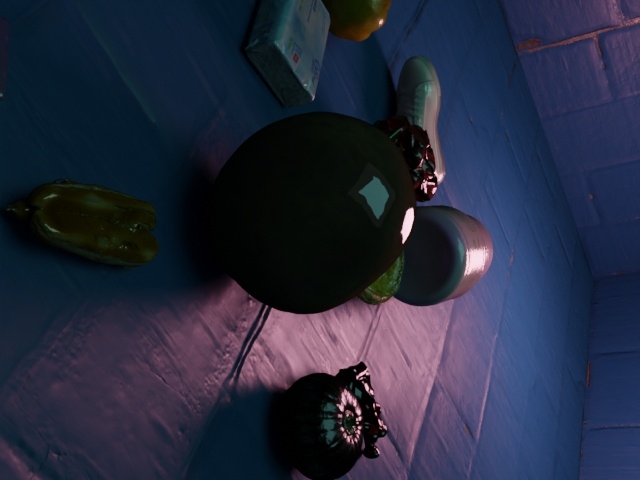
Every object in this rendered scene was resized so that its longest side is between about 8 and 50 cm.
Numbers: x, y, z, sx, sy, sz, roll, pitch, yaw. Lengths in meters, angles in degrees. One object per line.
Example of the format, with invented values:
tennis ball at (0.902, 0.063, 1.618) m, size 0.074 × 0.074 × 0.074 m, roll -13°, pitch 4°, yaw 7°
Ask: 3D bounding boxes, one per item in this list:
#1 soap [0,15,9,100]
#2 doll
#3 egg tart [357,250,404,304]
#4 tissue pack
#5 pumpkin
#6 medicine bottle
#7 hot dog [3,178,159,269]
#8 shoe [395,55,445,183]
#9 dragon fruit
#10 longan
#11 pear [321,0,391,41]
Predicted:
soap at (-0.467, -0.240, 0.922) m, size 0.203 × 0.065 × 0.122 m, roll 17°, pitch 66°, yaw -57°
doll at (0.080, 0.354, 1.676) m, size 0.127 × 0.088 × 0.249 m, roll -97°, pitch 168°, yaw -50°
egg tart at (0.113, 0.054, 1.806) m, size 0.191 × 0.074 × 0.191 m, roll 6°, pitch 81°, yaw -46°
tissue pack at (-0.060, -0.437, 1.673) m, size 0.177 × 0.089 × 0.263 m, roll 51°, pitch 41°, yaw -43°
pumpkin at (0.007, 0.347, 1.484) m, size 0.202 × 0.140 × 0.202 m, roll 26°, pitch 60°, yaw -58°
medicine bottle at (0.292, 0.032, 1.978) m, size 0.302 × 0.241 × 0.241 m, roll -6°, pitch 86°, yaw -60°
hot dog at (-0.318, -0.024, 1.108) m, size 0.269 × 0.072 × 0.109 m, roll 18°, pitch 64°, yaw -59°
shoe at (0.245, -0.322, 2.138) m, size 0.160 × 0.131 × 0.363 m, roll -6°, pitch 90°, yaw -56°
dragon fruit at (0.188, -0.163, 1.883) m, size 0.293 × 0.233 × 0.234 m, roll 33°, pitch 53°, yaw -45°
longan at (-0.010, -0.048, 1.370) m, size 0.361 × 0.361 × 0.361 m, roll 27°, pitch 58°, yaw -55°
pear at (0.072, -0.572, 1.857) m, size 0.200 × 0.200 × 0.200 m, roll 27°, pitch 58°, yaw -55°
